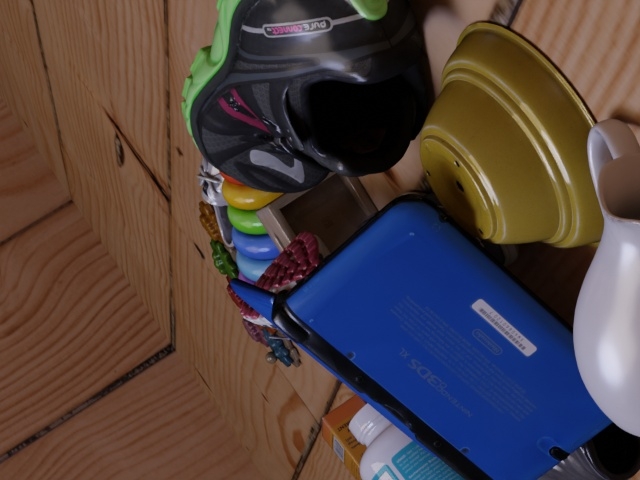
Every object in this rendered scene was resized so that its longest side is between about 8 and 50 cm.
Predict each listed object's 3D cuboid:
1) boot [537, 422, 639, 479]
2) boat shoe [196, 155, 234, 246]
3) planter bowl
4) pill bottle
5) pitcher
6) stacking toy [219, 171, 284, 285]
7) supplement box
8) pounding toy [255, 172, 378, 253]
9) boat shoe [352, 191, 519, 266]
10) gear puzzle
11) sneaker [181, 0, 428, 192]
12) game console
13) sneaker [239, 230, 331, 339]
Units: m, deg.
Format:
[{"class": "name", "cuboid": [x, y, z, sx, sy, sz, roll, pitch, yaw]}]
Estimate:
[{"class": "boot", "cuboid": [0.188, 0.127, 1.498, 0.338, 0.118, 0.222, 45, 156, 17]}, {"class": "boat shoe", "cuboid": [-0.129, -0.087, 2.063, 0.096, 0.088, 0.267, 49, 164, 30]}, {"class": "planter bowl", "cuboid": [0.146, -0.064, 1.221, 0.217, 0.090, 0.217, 51, 164, 21]}, {"class": "pill bottle", "cuboid": [0.149, 0.315, 1.892, 0.264, 0.146, 0.146, 52, 165, 21]}, {"class": "pitcher", "cuboid": [0.241, 0.027, 1.087, 0.177, 0.126, 0.207, -108, 7, -56]}, {"class": "stacking toy", "cuboid": [-0.074, -0.050, 1.898, 0.141, 0.141, 0.330, 37, 152, 53]}, {"class": "supplement box", "cuboid": [0.098, 0.354, 2.278, 0.233, 0.078, 0.080, 50, 161, 22]}, {"class": "pounding toy", "cuboid": [0.000, 0.000, 1.744, 0.141, 0.130, 0.100, 58, 166, -4]}, {"class": "boat shoe", "cuboid": [0.107, 0.003, 1.478, 0.102, 0.092, 0.285, 59, 166, -12]}, {"class": "gear puzzle", "cuboid": [-0.137, 0.076, 2.515, 0.175, 0.044, 0.339, 38, 156, 52]}, {"class": "sneaker", "cuboid": [-0.012, -0.128, 1.418, 0.202, 0.185, 0.483, 58, 167, 11]}, {"class": "game console", "cuboid": [0.094, 0.089, 1.351, 0.293, 0.250, 0.173, 41, -157, -19]}, {"class": "sneaker", "cuboid": [0.009, 0.074, 1.561, 0.112, 0.121, 0.299, 41, 172, -23]}]
